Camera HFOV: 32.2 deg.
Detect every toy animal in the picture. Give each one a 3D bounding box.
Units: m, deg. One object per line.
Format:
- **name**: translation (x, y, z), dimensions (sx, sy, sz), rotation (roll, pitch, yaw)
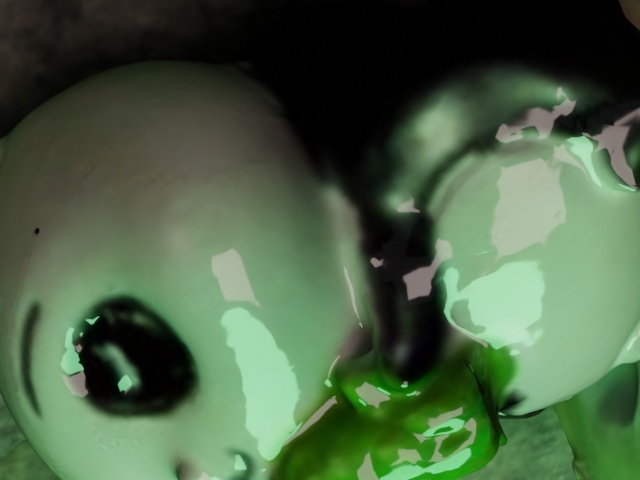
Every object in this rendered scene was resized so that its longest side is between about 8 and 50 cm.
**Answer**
- **toy animal**: translation (0.003, 0.007, 0.426), dimensions (0.266, 0.212, 0.213), rotation (-33, 127, -6)

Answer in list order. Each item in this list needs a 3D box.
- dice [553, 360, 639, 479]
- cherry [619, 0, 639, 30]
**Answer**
- **dice**: translation (0.274, 0.063, 0.523), dimensions (0.254, 0.252, 0.250), rotation (-6, 151, -27)
- **cherry**: translation (0.180, -0.172, 0.405), dimensions (0.239, 0.206, 0.239), rotation (-3, 94, -42)
